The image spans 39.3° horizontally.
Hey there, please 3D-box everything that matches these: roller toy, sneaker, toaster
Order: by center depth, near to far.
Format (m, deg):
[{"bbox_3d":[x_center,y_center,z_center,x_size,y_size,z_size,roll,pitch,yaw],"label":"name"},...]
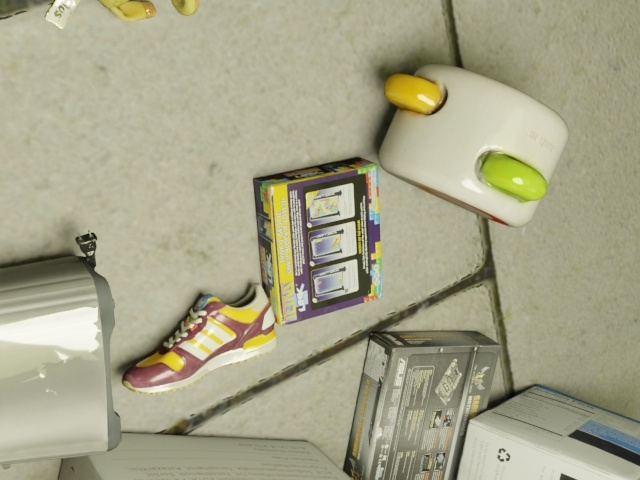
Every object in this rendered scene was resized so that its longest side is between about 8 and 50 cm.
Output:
[{"bbox_3d":[-0.278,0.109,0.859,0.147,0.129,0.226,-8,110,-27],"label":"toaster"},{"bbox_3d":[-0.137,0.104,0.985,0.186,0.070,0.083,-19,106,-32],"label":"sneaker"},{"bbox_3d":[0.174,-0.114,1.025,0.146,0.209,0.191,-66,163,3],"label":"roller toy"}]

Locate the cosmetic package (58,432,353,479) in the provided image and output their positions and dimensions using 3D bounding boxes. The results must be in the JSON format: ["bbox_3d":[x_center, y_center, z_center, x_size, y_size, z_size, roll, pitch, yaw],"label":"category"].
[{"bbox_3d":[-0.088,0.427,0.912,0.328,0.394,0.329,12,98,-33],"label":"cosmetic package"}]

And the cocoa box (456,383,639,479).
[{"bbox_3d":[0.318,0.409,1.216,0.228,0.232,0.347,-9,111,-53],"label":"cocoa box"}]

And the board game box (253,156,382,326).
[{"bbox_3d":[0.000,0.000,1.040,0.141,0.048,0.170,-13,112,-25],"label":"board game box"}]

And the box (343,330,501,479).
[{"bbox_3d":[0.132,0.236,1.188,0.183,0.056,0.230,2,104,-33],"label":"box"}]

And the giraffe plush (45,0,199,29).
[{"bbox_3d":[-0.168,-0.277,0.776,0.181,0.170,0.210,13,98,-34],"label":"giraffe plush"}]
